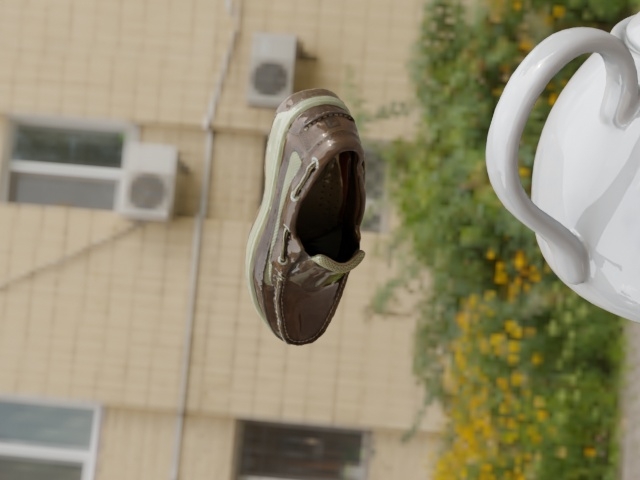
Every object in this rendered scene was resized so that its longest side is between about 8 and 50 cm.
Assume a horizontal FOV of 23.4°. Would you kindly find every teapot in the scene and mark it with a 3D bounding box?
[{"bbox_3d":[0.239,-0.069,0.909,0.256,0.252,0.187,-60,-29,-61],"label":"teapot"}]

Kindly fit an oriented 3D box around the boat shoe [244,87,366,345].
[{"bbox_3d":[-0.007,0.002,1.324,0.095,0.095,0.257,52,150,44],"label":"boat shoe"}]
